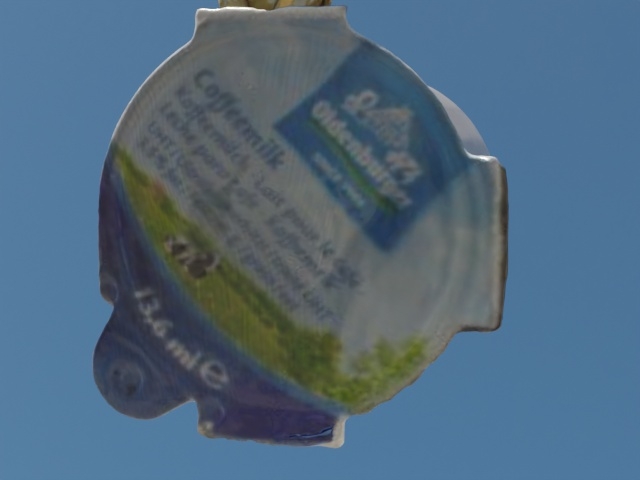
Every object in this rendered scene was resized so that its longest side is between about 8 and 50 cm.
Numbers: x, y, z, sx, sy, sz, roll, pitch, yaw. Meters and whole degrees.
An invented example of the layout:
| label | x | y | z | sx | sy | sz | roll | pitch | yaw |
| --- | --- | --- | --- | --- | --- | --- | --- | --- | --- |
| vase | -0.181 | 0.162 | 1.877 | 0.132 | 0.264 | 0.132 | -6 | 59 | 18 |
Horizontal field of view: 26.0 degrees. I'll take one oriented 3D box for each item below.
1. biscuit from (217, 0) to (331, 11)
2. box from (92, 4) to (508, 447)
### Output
| label | x | y | z | sx | sy | sz | roll | pitch | yaw |
| --- | --- | --- | --- | --- | --- | --- | --- | --- | --- |
| biscuit | -0.026 | -0.215 | 0.882 | 0.061 | 0.118 | 0.183 | 30 | -74 | 29 |
| box | 0.000 | 0.000 | 0.926 | 0.262 | 0.206 | 0.291 | 45 | -71 | 11 |
